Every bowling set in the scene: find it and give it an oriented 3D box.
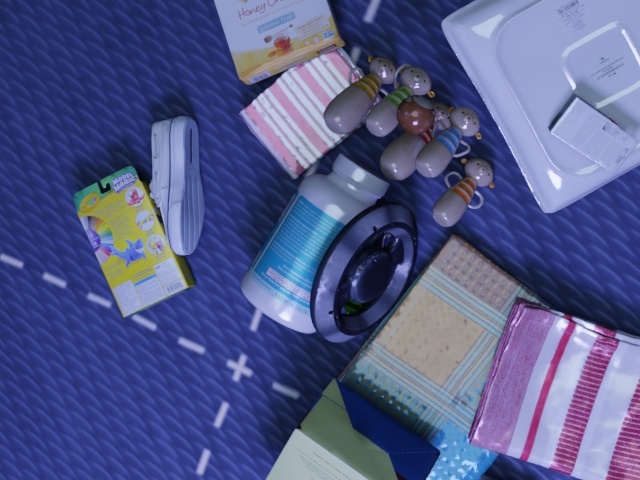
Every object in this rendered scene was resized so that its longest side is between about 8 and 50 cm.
[{"bbox_3d":[0.162,-0.174,1.530,0.287,0.200,0.154,42,69,-1],"label":"bowling set"}]

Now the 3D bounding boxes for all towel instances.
[{"bbox_3d":[-0.013,-0.209,1.662,0.197,0.029,0.144,-39,87,12],"label":"towel"},{"bbox_3d":[0.201,0.210,1.633,0.271,0.040,0.370,37,98,7],"label":"towel"},{"bbox_3d":[0.412,0.245,1.566,0.329,0.037,0.237,17,98,3],"label":"towel"}]

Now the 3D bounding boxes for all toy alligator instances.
[{"bbox_3d":[0.075,0.054,1.642,0.056,0.051,0.190,26,98,9],"label":"toy alligator"}]

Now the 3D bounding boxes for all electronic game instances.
[{"bbox_3d":[0.067,0.049,1.556,0.048,0.229,0.229,30,100,34],"label":"electronic game"}]

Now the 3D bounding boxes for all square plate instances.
[{"bbox_3d":[0.404,-0.250,1.501,0.347,0.049,0.344,-28,107,13],"label":"square plate"}]

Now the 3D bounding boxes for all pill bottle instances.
[{"bbox_3d":[0.000,0.000,1.608,0.146,0.146,0.264,34,100,9],"label":"pill bottle"}]

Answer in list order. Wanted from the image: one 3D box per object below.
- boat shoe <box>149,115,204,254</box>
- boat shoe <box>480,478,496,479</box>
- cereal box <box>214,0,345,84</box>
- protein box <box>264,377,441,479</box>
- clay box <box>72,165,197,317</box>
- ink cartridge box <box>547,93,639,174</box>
[{"bbox_3d":[-0.238,-0.088,1.698,0.075,0.083,0.226,-2,81,23],"label":"boat shoe"},{"bbox_3d":[0.266,0.525,1.600,0.104,0.113,0.306,13,82,-1],"label":"boat shoe"},{"bbox_3d":[-0.080,-0.386,1.639,0.173,0.047,0.240,-21,80,12],"label":"cereal box"},{"bbox_3d":[0.037,0.361,1.586,0.199,0.136,0.201,34,128,8],"label":"protein box"},{"bbox_3d":[-0.308,0.000,1.722,0.127,0.053,0.222,-25,86,13],"label":"clay box"},{"bbox_3d":[0.391,-0.152,1.497,0.115,0.029,0.063,32,109,-9],"label":"ink cartridge box"}]
